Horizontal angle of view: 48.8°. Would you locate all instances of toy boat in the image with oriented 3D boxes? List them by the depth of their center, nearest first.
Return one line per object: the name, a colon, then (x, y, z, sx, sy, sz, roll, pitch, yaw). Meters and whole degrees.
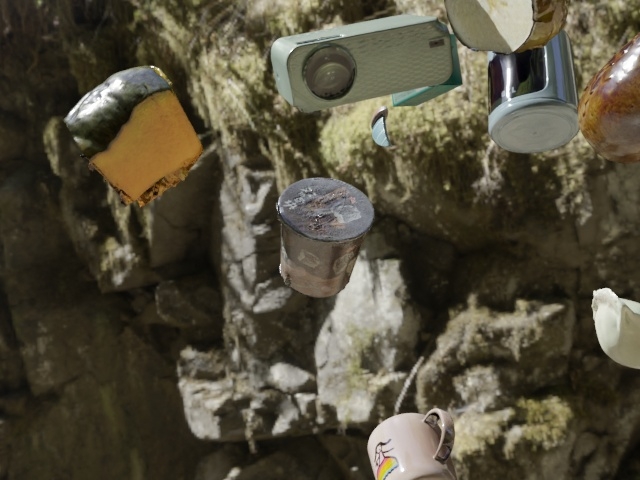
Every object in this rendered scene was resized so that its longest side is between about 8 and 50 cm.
toy boat: (0.159, -0.285, 1.867, 0.034, 0.122, 0.096, 9, -33, -19)

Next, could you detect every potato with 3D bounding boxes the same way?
potato: (0.372, -0.472, 1.284, 0.196, 0.246, 0.300, -23, 22, -10)

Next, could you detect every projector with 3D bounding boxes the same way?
projector: (0.059, -0.282, 1.116, 0.251, 0.108, 0.198, -13, 20, -8)

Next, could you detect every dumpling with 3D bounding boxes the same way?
dumpling: (0.619, 0.186, 1.445, 0.124, 0.228, 0.151, -34, 17, -11)

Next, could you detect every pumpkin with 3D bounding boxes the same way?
pumpkin: (-0.382, -0.216, 1.477, 0.225, 0.256, 0.303, -34, 9, -9)

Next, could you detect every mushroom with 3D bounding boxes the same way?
mushroom: (0.473, -0.220, 0.928, 0.297, 0.163, 0.278, -37, 5, -19)

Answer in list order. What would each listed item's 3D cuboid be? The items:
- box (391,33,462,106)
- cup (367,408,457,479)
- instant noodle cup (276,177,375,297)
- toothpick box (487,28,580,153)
box: (0.299, -0.493, 2.055, 0.092, 0.153, 0.245, -8, 0, -25)
cup: (0.238, 0.521, 1.651, 0.192, 0.252, 0.200, 26, 18, -17)
instant noodle cup: (0.000, 0.000, 1.597, 0.218, 0.217, 0.207, -6, -44, -16)
toothpick box: (0.584, -0.438, 1.932, 0.263, 0.354, 0.263, 3, -24, 1)
